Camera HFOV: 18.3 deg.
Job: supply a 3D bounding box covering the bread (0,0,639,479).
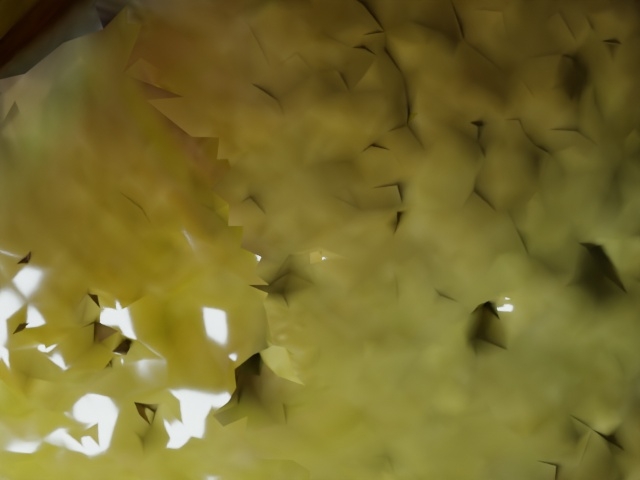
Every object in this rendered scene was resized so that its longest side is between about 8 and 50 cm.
[{"bbox_3d":[-0.015,-0.046,0.545,0.398,0.215,0.398,-35,29,23],"label":"bread"}]
